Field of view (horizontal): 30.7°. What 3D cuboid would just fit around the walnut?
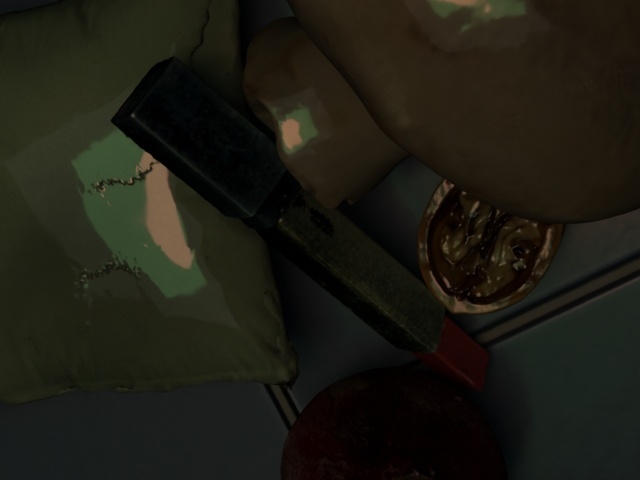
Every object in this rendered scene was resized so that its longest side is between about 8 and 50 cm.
[{"bbox_3d":[0.118,-0.007,0.795,0.091,0.052,0.121,30,99,12],"label":"walnut"}]

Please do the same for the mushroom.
[{"bbox_3d":[0.093,-0.132,0.688,0.297,0.297,0.290,52,134,3],"label":"mushroom"}]

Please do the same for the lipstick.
[{"bbox_3d":[0.000,0.000,0.780,0.312,0.051,0.051,40,72,-21],"label":"lipstick"}]

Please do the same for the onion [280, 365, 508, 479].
[{"bbox_3d":[0.050,0.161,0.768,0.159,0.195,0.160,0,85,-1],"label":"onion"}]

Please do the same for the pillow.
[{"bbox_3d":[-0.176,-0.030,0.840,0.310,0.119,0.313,-9,94,18],"label":"pillow"}]
